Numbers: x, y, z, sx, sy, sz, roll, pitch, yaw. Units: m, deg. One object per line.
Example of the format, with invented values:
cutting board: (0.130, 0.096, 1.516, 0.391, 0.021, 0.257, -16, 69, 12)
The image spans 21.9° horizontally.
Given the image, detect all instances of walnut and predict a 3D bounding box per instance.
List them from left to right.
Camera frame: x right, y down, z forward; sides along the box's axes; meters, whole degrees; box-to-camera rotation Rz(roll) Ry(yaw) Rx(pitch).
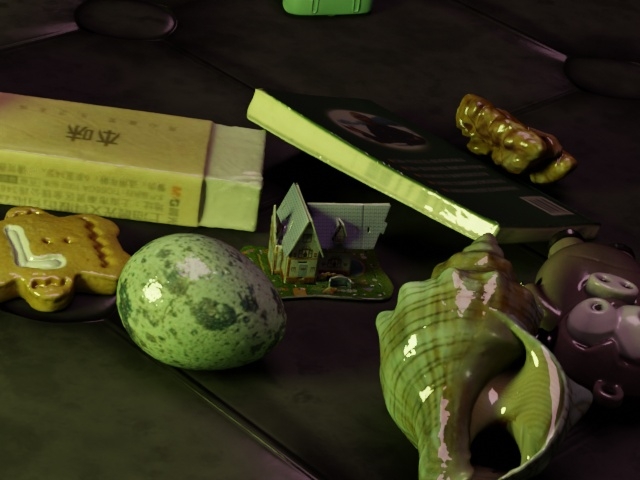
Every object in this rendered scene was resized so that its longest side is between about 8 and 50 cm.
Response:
walnut: (0.238, -0.122, 2.064, 0.143, 0.069, 0.170, 23, 11, -35)

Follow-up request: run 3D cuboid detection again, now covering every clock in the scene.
clock: (-0.008, -0.400, 2.503, 0.148, 0.060, 0.188, -4, 32, -20)

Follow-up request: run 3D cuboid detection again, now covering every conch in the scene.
conch: (0.150, 0.152, 1.544, 0.203, 0.169, 0.386, -7, 62, 18)

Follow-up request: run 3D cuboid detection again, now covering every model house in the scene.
model house: (0.000, 0.000, 1.805, 0.167, 0.088, 0.117, 2, 30, -12)

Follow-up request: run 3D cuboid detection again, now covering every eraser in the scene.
eraser: (-0.235, -0.090, 1.908, 0.343, 0.078, 0.144, 7, 32, -4)

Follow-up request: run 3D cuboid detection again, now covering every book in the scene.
book: (0.123, -0.086, 1.967, 0.371, 0.043, 0.260, 31, 18, 31)

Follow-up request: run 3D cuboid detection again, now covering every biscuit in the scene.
biscuit: (-0.325, 0.016, 1.749, 0.248, 0.035, 0.184, -3, 32, -19)

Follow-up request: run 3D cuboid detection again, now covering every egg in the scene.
egg: (-0.116, 0.064, 1.628, 0.172, 0.132, 0.132, 20, 30, -3)

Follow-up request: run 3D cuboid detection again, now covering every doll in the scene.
doll: (0.292, 0.085, 1.712, 0.182, 0.117, 0.257, 13, 28, -3)
